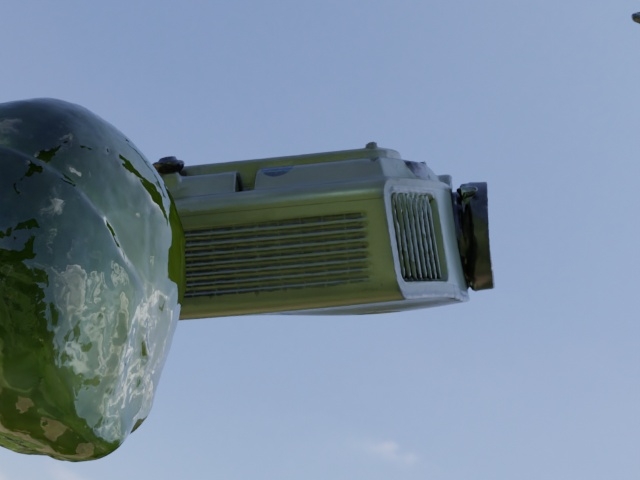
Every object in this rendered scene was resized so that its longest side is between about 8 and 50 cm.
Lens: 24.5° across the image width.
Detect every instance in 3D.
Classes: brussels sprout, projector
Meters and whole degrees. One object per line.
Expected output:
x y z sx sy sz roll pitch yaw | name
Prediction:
-0.122 0.015 0.614 0.117 0.155 0.155 10 -30 17 | brussels sprout
0.000 0.000 0.837 0.193 0.088 0.269 -5 -2 6 | projector

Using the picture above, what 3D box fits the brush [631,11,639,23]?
0.332 -0.082 1.102 0.266 0.062 0.027 47 -56 8 | brush
